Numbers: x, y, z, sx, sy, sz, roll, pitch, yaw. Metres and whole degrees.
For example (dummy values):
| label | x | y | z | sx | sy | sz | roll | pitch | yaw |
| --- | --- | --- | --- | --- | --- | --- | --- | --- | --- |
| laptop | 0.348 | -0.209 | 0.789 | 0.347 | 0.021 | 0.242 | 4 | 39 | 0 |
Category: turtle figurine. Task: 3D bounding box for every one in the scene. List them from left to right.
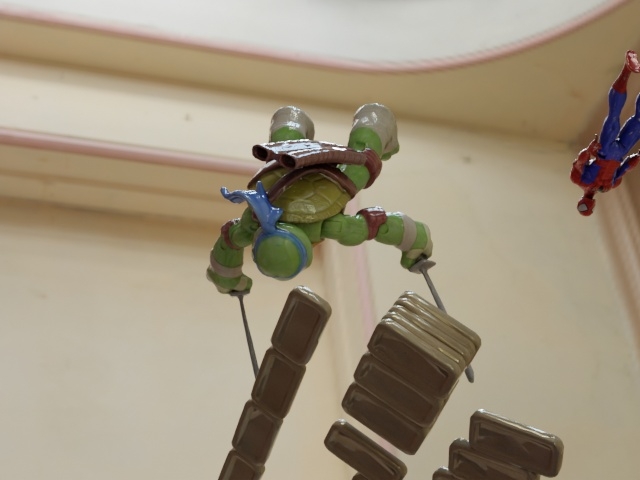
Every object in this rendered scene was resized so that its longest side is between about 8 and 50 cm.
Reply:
| label | x | y | z | sx | sy | sz | roll | pitch | yaw |
| --- | --- | --- | --- | --- | --- | --- | --- | --- | --- |
| turtle figurine | 0.000 | 0.000 | 1.145 | 0.197 | 0.275 | 0.266 | -31 | -154 | 31 |

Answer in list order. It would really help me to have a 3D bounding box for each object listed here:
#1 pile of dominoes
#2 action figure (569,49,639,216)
| label | x | y | z | sx | sy | sz | roll | pitch | yaw |
| --- | --- | --- | --- | --- | --- | --- | --- | --- | --- |
| pile of dominoes | 0.042 | 0.144 | 0.804 | 0.040 | 0.196 | 0.251 | -45 | 163 | -45 |
| action figure | 0.175 | -0.058 | 0.711 | 0.115 | 0.038 | 0.030 | 105 | -16 | -45 |
